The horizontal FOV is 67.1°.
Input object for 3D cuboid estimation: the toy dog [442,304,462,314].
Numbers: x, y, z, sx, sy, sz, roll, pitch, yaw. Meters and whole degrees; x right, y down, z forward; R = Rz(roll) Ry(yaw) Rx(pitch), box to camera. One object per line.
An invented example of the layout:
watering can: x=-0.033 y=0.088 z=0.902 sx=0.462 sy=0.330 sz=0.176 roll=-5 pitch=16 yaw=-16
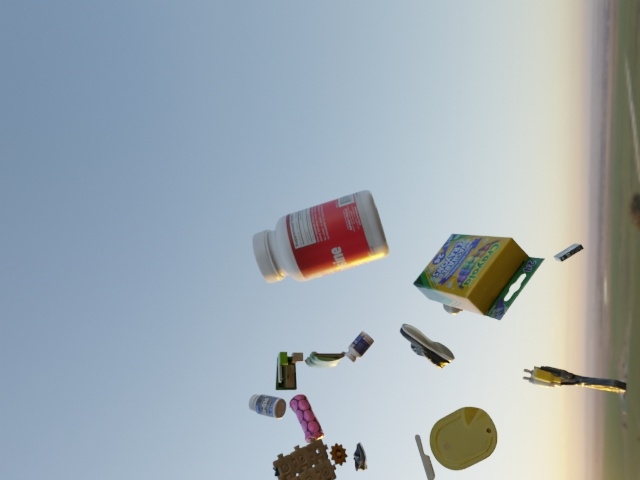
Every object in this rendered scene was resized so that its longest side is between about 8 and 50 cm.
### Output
toy dog: x=0.629 y=0.159 z=1.852 sx=0.161 sy=0.334 sz=0.220 roll=32 pitch=-142 yaw=-32

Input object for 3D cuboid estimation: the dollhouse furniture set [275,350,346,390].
dollhouse furniture set: x=-0.045 y=0.590 z=2.178 sx=0.197 sy=0.302 sz=0.151 roll=116 pitch=155 yaw=-66

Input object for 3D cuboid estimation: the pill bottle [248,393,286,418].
pill bottle: x=-0.208 y=0.643 z=1.882 sx=0.078 sy=0.137 sz=0.078 roll=3 pitch=-94 yaw=-56

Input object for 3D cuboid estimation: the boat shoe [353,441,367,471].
boat shoe: x=0.118 y=0.662 z=1.473 sx=0.046 sy=0.038 sz=0.125 roll=-114 pitch=13 yaw=-52

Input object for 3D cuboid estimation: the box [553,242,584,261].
box: x=0.837 y=0.041 z=1.630 sx=0.018 sy=0.083 sz=0.067 roll=56 pitch=-169 yaw=4

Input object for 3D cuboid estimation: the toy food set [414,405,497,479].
toy food set: x=0.352 y=0.509 z=1.224 sx=0.071 sy=0.218 sz=0.128 roll=27 pitch=-147 yaw=-50

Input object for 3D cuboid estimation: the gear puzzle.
gear puzzle: x=-0.031 y=0.856 z=1.843 sx=0.339 sy=0.044 sz=0.175 roll=-8 pitch=-115 yaw=-41

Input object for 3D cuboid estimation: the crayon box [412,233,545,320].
crayon box: x=0.414 y=0.085 z=1.314 sx=0.083 sy=0.323 sz=0.203 roll=43 pitch=-101 yaw=-16

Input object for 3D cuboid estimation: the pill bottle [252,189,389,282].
pill bottle: x=0.000 y=0.000 z=1.566 sx=0.229 sy=0.408 sz=0.228 roll=-17 pitch=-90 yaw=-81

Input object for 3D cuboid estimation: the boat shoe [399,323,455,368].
boat shoe: x=0.452 y=0.470 z=2.111 sx=0.303 sy=0.091 sz=0.114 roll=35 pitch=-161 yaw=-14

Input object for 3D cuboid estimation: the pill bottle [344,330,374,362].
pill bottle: x=0.152 y=0.423 z=1.910 sx=0.120 sy=0.067 sz=0.067 roll=-47 pitch=-42 yaw=-12

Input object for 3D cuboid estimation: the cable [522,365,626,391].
cable: x=0.799 y=0.457 z=1.528 sx=0.139 sy=0.288 sz=0.072 roll=47 pitch=-120 yaw=-45

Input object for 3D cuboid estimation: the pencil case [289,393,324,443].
pencil case: x=-0.065 y=0.785 z=2.118 sx=0.095 sy=0.098 sz=0.209 roll=40 pitch=-167 yaw=-47
